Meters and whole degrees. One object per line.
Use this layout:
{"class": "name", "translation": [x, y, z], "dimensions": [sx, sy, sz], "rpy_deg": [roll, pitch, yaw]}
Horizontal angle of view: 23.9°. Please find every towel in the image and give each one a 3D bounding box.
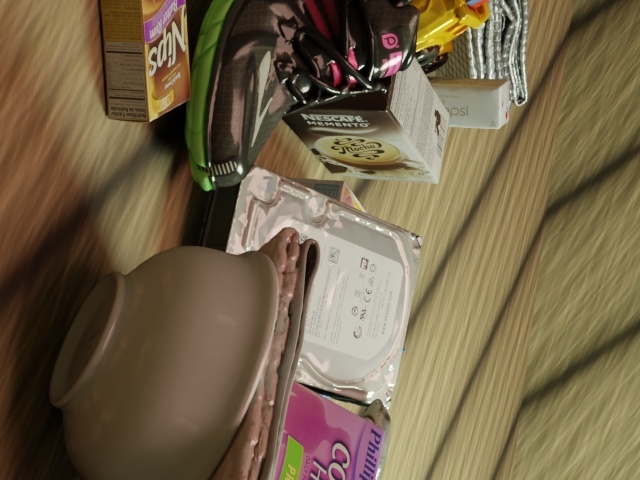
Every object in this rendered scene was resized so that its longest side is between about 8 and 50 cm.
{"class": "towel", "translation": [-0.116, 0.186, 1.513], "dimensions": [0.317, 0.053, 0.332], "rpy_deg": [-43, -153, 43]}
{"class": "towel", "translation": [0.260, -0.371, 2.523], "dimensions": [0.235, 0.121, 0.283], "rpy_deg": [-122, -163, -51]}

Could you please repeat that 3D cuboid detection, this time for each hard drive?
{"class": "hard drive", "translation": [-0.016, 0.062, 1.857], "dimensions": [0.339, 0.064, 0.237], "rpy_deg": [23, 75, -43]}

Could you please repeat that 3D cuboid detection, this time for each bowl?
{"class": "bowl", "translation": [-0.172, 0.120, 1.465], "dimensions": [0.298, 0.134, 0.298], "rpy_deg": [-51, -158, 31]}

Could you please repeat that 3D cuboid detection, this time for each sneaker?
{"class": "sneaker", "translation": [0.002, -0.242, 1.765], "dimensions": [0.483, 0.202, 0.185], "rpy_deg": [-54, 160, -29]}

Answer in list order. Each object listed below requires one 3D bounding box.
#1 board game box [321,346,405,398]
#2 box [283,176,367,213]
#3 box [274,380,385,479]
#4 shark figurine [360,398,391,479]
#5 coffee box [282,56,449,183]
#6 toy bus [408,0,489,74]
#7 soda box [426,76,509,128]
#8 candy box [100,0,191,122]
{"class": "board game box", "translation": [0.018, 0.142, 2.089], "dimensions": [0.047, 0.160, 0.210], "rpy_deg": [59, 1, 29]}
{"class": "box", "translation": [0.000, 0.000, 2.052], "dimensions": [0.203, 0.114, 0.103], "rpy_deg": [51, 47, -62]}
{"class": "box", "translation": [-0.068, 0.273, 1.709], "dimensions": [0.243, 0.117, 0.213], "rpy_deg": [32, 54, -28]}
{"class": "shark figurine", "translation": [-0.001, 0.341, 1.879], "dimensions": [0.116, 0.278, 0.166], "rpy_deg": [48, 11, -46]}
{"class": "coffee box", "translation": [0.060, -0.183, 2.098], "dimensions": [0.297, 0.168, 0.119], "rpy_deg": [43, 54, -65]}
{"class": "toy bus", "translation": [0.187, -0.362, 2.303], "dimensions": [0.149, 0.211, 0.220], "rpy_deg": [64, 16, 7]}
{"class": "soda box", "translation": [0.184, -0.219, 2.369], "dimensions": [0.074, 0.216, 0.069], "rpy_deg": [-38, 129, -65]}
{"class": "candy box", "translation": [-0.181, -0.226, 1.566], "dimensions": [0.109, 0.053, 0.186], "rpy_deg": [-45, 138, -63]}
